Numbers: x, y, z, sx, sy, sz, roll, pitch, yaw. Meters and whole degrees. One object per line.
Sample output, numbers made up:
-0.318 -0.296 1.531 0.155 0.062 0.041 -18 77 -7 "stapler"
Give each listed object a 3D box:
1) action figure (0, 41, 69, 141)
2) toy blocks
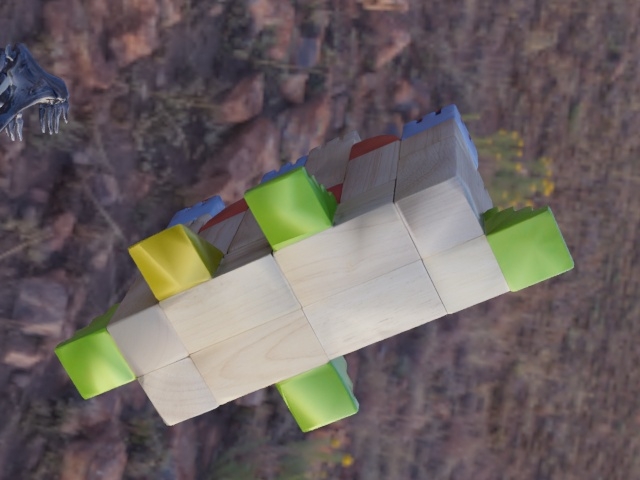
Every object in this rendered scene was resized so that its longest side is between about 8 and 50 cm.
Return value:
-0.331 -0.068 0.870 0.275 0.164 0.141 -31 116 -44 "action figure"
0.000 0.000 0.916 0.191 0.381 0.261 62 16 -17 "toy blocks"
